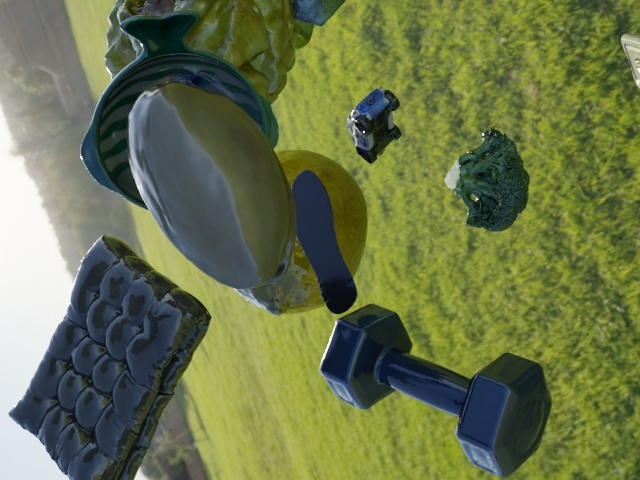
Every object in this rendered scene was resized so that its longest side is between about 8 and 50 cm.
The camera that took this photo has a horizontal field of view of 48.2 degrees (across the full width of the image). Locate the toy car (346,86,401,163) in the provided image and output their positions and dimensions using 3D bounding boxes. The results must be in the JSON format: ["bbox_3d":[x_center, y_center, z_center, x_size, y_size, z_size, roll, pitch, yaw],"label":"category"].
[{"bbox_3d":[0.091,-0.201,1.251,0.070,0.080,0.171,42,170,19],"label":"toy car"}]

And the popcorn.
[{"bbox_3d":[-0.175,-0.287,1.020,0.282,0.282,0.247,49,171,49],"label":"popcorn"}]

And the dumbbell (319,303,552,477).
[{"bbox_3d":[0.156,0.203,1.016,0.324,0.144,0.160,17,88,41],"label":"dumbbell"}]

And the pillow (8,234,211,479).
[{"bbox_3d":[-0.297,0.184,1.010,0.228,0.326,0.101,32,-173,29],"label":"pillow"}]

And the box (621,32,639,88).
[{"bbox_3d":[0.477,-0.256,1.003,0.089,0.062,0.122,64,-166,-15],"label":"box"}]

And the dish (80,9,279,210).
[{"bbox_3d":[-0.165,-0.146,0.824,0.078,0.224,0.246,-119,21,-55],"label":"dish"}]

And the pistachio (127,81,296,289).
[{"bbox_3d":[-0.104,-0.055,0.695,0.226,0.136,0.136,59,163,1],"label":"pistachio"}]

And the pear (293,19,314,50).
[{"bbox_3d":[-0.143,-0.536,1.438,0.318,0.238,0.342,-9,59,45],"label":"pear"}]

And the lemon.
[{"bbox_3d":[-0.058,-0.019,1.443,0.336,0.336,0.336,57,160,33],"label":"lemon"}]

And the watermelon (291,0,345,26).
[{"bbox_3d":[-0.030,-0.467,1.137,0.256,0.260,0.176,48,-159,7],"label":"watermelon"}]

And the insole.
[{"bbox_3d":[0.000,0.000,1.118,0.086,0.005,0.253,-36,59,32],"label":"insole"}]

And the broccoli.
[{"bbox_3d":[0.334,-0.114,1.398,0.195,0.156,0.195,-162,90,-76],"label":"broccoli"}]
